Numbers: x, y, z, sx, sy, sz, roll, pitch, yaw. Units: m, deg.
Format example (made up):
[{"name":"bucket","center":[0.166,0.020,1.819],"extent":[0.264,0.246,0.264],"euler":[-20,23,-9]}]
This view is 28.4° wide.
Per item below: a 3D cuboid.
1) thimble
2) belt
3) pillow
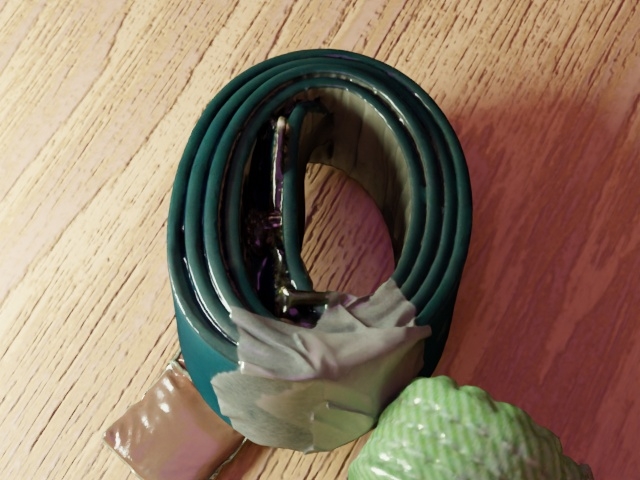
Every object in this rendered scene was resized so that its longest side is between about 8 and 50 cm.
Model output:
[{"name":"thimble","center":[0.135,0.235,1.143],"extent":[0.219,0.219,0.150],"euler":[27,69,24]},{"name":"belt","center":[0.000,-0.002,1.303],"extent":[0.300,0.173,0.437],"euler":[4,56,2]},{"name":"pillow","center":[-0.114,0.165,1.334],"extent":[0.126,0.043,0.232],"euler":[34,72,23]}]
